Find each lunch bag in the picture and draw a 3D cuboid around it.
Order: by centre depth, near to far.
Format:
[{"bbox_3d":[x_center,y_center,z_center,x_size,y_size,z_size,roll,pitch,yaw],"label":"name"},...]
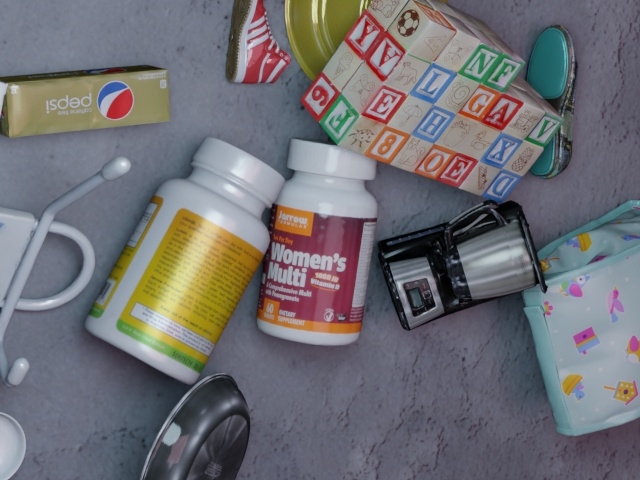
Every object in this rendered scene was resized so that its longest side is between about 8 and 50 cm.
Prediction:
[{"bbox_3d":[0.362,0.096,2.105,0.262,0.160,0.223,-26,112,-29],"label":"lunch bag"}]

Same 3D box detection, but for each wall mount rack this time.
[{"bbox_3d":[-0.351,-0.004,1.652,0.350,0.130,0.304,11,119,-31],"label":"wall mount rack"}]

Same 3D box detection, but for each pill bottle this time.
[{"bbox_3d":[-0.138,0.019,1.816,0.136,0.136,0.245,32,83,-30],"label":"pill bottle"},{"bbox_3d":[0.000,0.000,1.900,0.121,0.121,0.221,4,97,-30],"label":"pill bottle"}]

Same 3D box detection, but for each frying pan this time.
[{"bbox_3d":[-0.168,0.285,1.826,0.326,0.053,0.197,-54,155,-30],"label":"frying pan"}]

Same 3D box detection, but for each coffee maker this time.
[{"bbox_3d":[0.165,0.032,1.986,0.178,0.171,0.120,-17,83,5],"label":"coffee maker"}]

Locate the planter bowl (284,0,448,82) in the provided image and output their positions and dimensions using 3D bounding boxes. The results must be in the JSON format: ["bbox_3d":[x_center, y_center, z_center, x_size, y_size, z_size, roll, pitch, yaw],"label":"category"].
[{"bbox_3d":[0.075,-0.260,1.914,0.217,0.090,0.217,-6,102,-29],"label":"planter bowl"}]

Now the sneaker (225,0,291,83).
[{"bbox_3d":[-0.063,-0.230,1.868,0.067,0.042,0.118,4,105,-26],"label":"sneaker"}]

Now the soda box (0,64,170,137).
[{"bbox_3d":[-0.252,-0.147,1.764,0.181,0.061,0.058,-9,104,-28],"label":"soda box"}]

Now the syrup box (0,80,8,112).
[{"bbox_3d":[-0.435,-0.132,1.642,0.237,0.096,0.093,8,97,-31],"label":"syrup box"}]

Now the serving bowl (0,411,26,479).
[{"bbox_3d":[-0.356,0.218,1.792,0.083,0.027,0.083,-6,102,-28],"label":"serving bowl"}]

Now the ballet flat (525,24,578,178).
[{"bbox_3d":[0.287,-0.170,2.076,0.070,0.070,0.188,2,100,-30],"label":"ballet flat"}]

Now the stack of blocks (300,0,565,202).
[{"bbox_3d":[0.144,-0.161,1.895,0.297,0.087,0.171,17,117,-46],"label":"stack of blocks"}]
